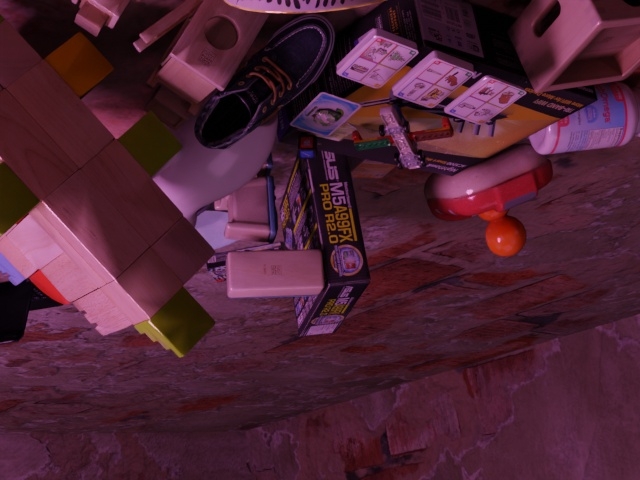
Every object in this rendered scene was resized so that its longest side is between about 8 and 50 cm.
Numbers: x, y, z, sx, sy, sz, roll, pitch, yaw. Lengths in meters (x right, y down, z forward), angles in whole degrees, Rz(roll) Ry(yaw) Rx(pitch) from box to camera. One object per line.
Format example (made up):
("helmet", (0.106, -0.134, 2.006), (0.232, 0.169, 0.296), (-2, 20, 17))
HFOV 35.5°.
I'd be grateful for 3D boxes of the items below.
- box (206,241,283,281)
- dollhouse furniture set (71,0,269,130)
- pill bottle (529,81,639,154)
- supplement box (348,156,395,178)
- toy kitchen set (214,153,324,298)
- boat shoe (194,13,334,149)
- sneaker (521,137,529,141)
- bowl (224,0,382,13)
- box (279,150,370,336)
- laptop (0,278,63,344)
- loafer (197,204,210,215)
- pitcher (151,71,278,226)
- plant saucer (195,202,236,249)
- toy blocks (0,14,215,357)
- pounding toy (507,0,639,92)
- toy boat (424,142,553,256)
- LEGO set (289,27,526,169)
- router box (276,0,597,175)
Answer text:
("box", (-0.130, 0.040, 1.789), (0.137, 0.027, 0.094), (-11, 163, 3))
("dollhouse furniture set", (-0.161, -0.210, 0.972), (0.161, 0.101, 0.182), (33, 163, -16))
("pill bottle", (0.361, -0.164, 1.322), (0.160, 0.087, 0.087), (-7, 162, -8))
("supplement box", (0.078, -0.121, 1.389), (0.062, 0.036, 0.098), (-1, 160, -27))
("toy kitchen set", (-0.075, -0.011, 1.357), (0.122, 0.207, 0.166), (-1, 162, -11))
("boat shoe", (-0.054, -0.159, 1.022), (0.183, 0.065, 0.083), (-44, -172, 6))
("sneaker", (0.254, -0.157, 1.367), (0.098, 0.038, 0.069), (-18, 161, 22))
("bowl", (-0.003, -0.250, 0.833), (0.170, 0.170, 0.080), (-8, 119, -5))
("box", (0.000, 0.000, 1.428), (0.060, 0.216, 0.270), (-5, 161, -12))
("laptop", (-0.589, 0.154, 1.722), (0.234, 0.137, 0.264), (-9, 162, -1))
("loafer", (-0.286, -0.058, 1.293), (0.302, 0.109, 0.095), (-9, 158, 8))
("pitcher", (-0.154, -0.090, 1.140), (0.207, 0.125, 0.177), (-45, 170, 34))
("plant saucer", (-0.206, -0.025, 1.534), (0.194, 0.038, 0.195), (-9, 163, -3))
("toy blocks", (-0.281, -0.039, 1.016), (0.191, 0.381, 0.261), (-47, -167, -29))
("pounding toy", (0.333, -0.253, 1.044), (0.206, 0.094, 0.181), (-12, 160, -25))
("toy boat", (0.248, -0.049, 1.434), (0.151, 0.151, 0.231), (-23, -174, -9))
("LEGO set", (0.073, -0.145, 1.073), (0.182, 0.060, 0.244), (15, 152, -24))
("router box", (0.134, -0.175, 1.181), (0.308, 0.081, 0.243), (6, 156, -40))
